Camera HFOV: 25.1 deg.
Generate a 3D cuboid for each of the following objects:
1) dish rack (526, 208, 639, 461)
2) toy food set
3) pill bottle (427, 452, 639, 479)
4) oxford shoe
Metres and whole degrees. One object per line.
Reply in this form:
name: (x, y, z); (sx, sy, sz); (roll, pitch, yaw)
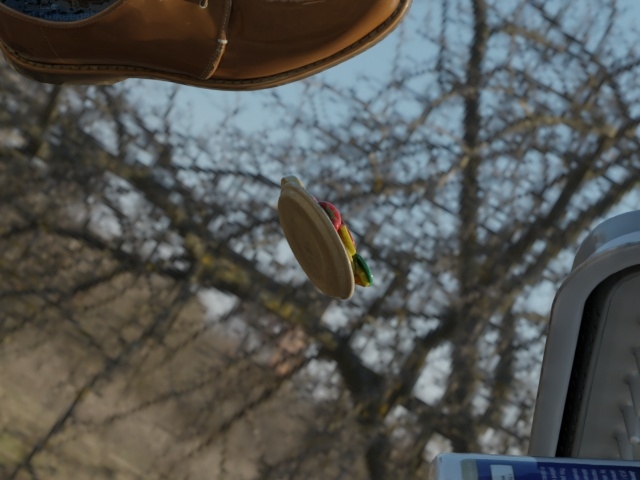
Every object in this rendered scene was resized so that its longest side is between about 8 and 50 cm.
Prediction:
dish rack: (0.258, 0.101, 0.819); (0.286, 0.072, 0.333); (2, -46, 2)
toy food set: (0.000, 0.000, 0.880); (0.083, 0.020, 0.082); (15, -50, 66)
pill bottle: (0.134, 0.148, 0.665); (0.169, 0.094, 0.094); (2, -9, 1)
oxford shoe: (-0.060, -0.117, 0.695); (0.212, 0.076, 0.076); (-6, -16, 2)
